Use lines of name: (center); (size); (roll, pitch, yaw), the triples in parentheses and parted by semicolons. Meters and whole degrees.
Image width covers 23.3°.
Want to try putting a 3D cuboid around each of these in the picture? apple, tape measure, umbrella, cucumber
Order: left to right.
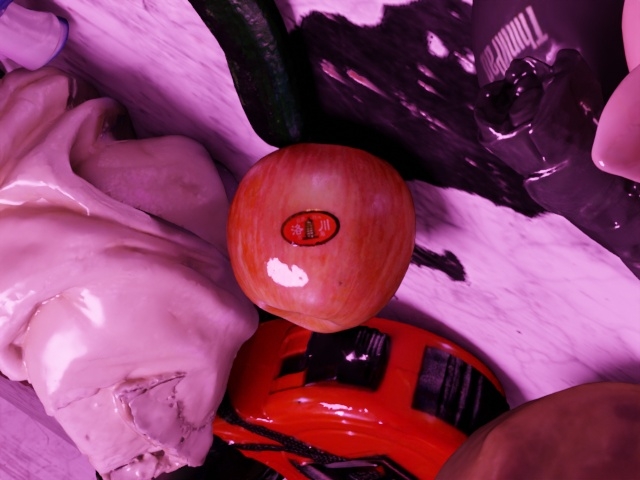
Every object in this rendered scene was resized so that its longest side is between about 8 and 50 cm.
cucumber: (-0.048, -0.135, 1.075); (0.056, 0.056, 0.284); (25, 163, 25)
apple: (0.000, 0.000, 1.164); (0.146, 0.131, 0.146); (6, 169, 1)
tape measure: (0.041, 0.164, 1.432); (0.260, 0.114, 0.253); (-14, 139, 43)
umbrella: (0.169, -0.003, 0.765); (0.235, 0.059, 0.066); (41, 159, -26)

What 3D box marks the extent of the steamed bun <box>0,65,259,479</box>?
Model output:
steamed bun: (-0.175, 0.004, 1.345); (0.394, 0.237, 0.346); (58, -175, -4)

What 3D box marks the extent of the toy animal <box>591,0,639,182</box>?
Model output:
toy animal: (0.230, -0.052, 0.675); (0.248, 0.165, 0.149); (31, -176, -29)

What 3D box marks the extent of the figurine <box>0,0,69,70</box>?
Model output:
figurine: (-0.320, -0.224, 1.206); (0.193, 0.133, 0.274); (30, 171, 20)

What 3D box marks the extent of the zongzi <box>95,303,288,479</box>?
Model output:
zongzi: (-0.101, 0.172, 1.707); (0.319, 0.362, 0.384); (18, 116, 35)

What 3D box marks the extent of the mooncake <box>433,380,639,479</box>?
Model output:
mooncake: (0.216, 0.249, 1.190); (0.284, 0.284, 0.155); (36, 158, -4)

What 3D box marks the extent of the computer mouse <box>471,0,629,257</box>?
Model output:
computer mouse: (0.173, -0.056, 0.836); (0.170, 0.100, 0.269); (13, 151, 50)

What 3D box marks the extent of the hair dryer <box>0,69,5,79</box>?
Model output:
hair dryer: (-0.420, -0.138, 1.426); (0.255, 0.128, 0.070); (22, 172, -37)
